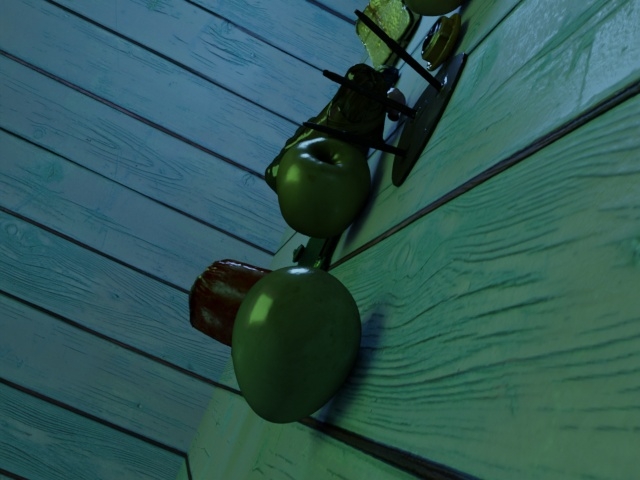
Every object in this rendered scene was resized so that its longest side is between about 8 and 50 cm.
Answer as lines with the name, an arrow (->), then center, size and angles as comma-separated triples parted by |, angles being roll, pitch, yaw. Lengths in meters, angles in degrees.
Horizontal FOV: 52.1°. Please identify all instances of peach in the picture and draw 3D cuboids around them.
peach -> 0.307, -0.670, 1.617 | 0.233, 0.232, 0.232 | -63, 8, 15

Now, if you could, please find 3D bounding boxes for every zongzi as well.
zongzi -> 0.033, -0.327, 1.728 | 0.286, 0.288, 0.134 | 85, 170, -66

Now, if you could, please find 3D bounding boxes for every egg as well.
egg -> -0.046, 0.186, 1.124 | 0.218, 0.218, 0.296 | -87, 11, -71

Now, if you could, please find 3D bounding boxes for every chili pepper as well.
chili pepper -> -0.166, 0.178, 1.673 | 0.251, 0.305, 0.229 | 109, -173, -54

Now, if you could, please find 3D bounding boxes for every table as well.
table -> 0.121, -0.323, 1.463 | 0.318, 0.248, 0.317 | -63, 8, 16

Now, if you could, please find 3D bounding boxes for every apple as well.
apple -> 0.001, -0.137, 1.698 | 0.263, 0.262, 0.262 | -63, 8, 15

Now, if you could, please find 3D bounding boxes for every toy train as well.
toy train -> 0.000, 0.000, 1.897 | 0.157, 0.105, 0.254 | 71, -137, -80

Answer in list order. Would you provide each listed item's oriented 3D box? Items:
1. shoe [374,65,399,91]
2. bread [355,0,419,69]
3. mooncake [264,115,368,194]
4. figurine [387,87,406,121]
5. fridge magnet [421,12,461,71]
shoe -> 0.197, -0.498, 2.199 | 0.207, 0.091, 0.106 | -53, 36, 42
bread -> 0.242, -0.778, 2.382 | 0.263, 0.198, 0.236 | 126, 161, -45
mooncake -> -0.016, -0.274, 2.125 | 0.351, 0.187, 0.351 | -36, 17, 13
figurine -> 0.200, -0.375, 1.788 | 0.071, 0.066, 0.083 | 93, 176, -50
fridge magnet -> 0.281, -0.464, 1.526 | 0.143, 0.063, 0.143 | -157, 90, -80
